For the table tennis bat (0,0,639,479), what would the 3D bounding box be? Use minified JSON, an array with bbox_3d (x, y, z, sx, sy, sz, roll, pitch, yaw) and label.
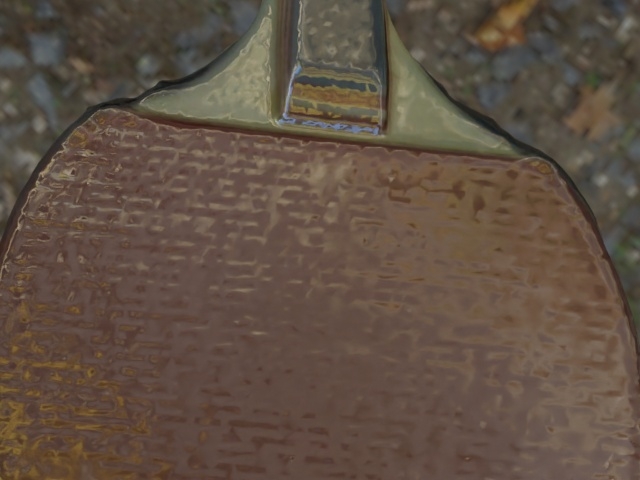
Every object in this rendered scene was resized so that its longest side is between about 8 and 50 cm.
[{"bbox_3d":[0.000,0.000,0.383,0.130,0.220,0.019,6,155,-12],"label":"table tennis bat"}]
